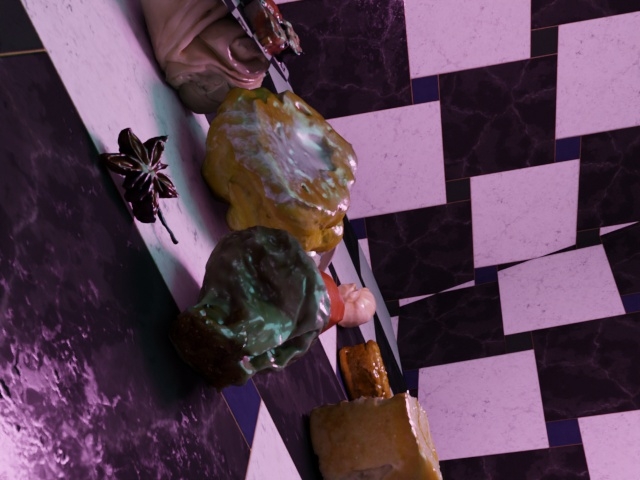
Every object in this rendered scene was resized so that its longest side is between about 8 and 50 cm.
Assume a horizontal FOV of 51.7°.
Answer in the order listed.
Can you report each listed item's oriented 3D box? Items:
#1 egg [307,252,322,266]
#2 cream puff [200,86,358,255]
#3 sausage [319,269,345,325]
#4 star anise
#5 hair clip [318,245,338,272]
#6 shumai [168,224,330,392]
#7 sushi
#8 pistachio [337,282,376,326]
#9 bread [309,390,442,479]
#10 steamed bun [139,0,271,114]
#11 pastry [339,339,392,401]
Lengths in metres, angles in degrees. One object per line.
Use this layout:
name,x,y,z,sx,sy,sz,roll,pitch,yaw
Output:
egg,-0.064,0.026,1.580,0.141,0.141,0.182,62,29,-43
cream puff,-0.101,-0.118,1.365,0.378,0.275,0.378,29,46,-35
sausage,-0.038,0.136,1.419,0.141,0.153,0.268,59,7,14
star anise,-0.241,-0.070,0.936,0.097,0.070,0.191,-54,129,-47
hair clip,-0.031,0.039,1.869,0.282,0.113,0.173,124,-51,-63
shumai,-0.135,0.100,0.976,0.260,0.222,0.225,-1,-79,60
sushi,-0.123,-0.488,1.316,0.294,0.059,0.292,45,25,-49
pistachio,0.110,0.227,2.230,0.229,0.157,0.157,63,9,-72
bread,0.145,0.512,1.453,0.395,0.239,0.264,60,17,-55
steamed bun,-0.218,-0.419,1.356,0.276,0.203,0.289,-77,152,-65
pastry,0.152,0.425,2.028,0.240,0.132,0.235,-73,141,-75
